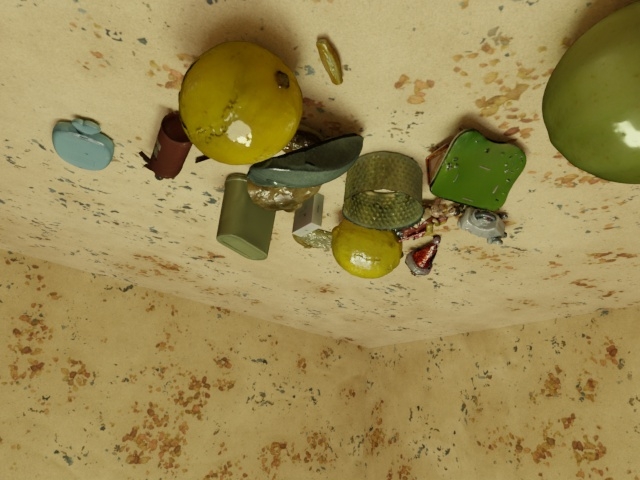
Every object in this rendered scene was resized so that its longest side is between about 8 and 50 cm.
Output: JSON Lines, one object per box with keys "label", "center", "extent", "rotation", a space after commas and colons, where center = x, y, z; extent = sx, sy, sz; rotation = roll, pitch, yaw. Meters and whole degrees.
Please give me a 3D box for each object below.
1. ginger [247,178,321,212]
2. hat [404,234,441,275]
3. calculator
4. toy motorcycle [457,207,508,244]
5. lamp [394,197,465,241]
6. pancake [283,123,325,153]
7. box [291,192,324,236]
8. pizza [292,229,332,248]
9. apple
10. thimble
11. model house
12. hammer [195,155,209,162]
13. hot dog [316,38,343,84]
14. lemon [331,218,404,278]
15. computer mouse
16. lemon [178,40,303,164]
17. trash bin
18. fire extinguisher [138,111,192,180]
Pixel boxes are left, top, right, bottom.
{"label": "ginger", "center": [-0.107, -0.169, 1.568], "extent": [0.269, 0.123, 0.219], "rotation": [0, 155, 12]}
{"label": "hat", "center": [0.463, 0.053, 1.960], "extent": [0.140, 0.129, 0.228], "rotation": [-26, 156, -37]}
{"label": "calculator", "center": [-0.791, -0.315, 1.520], "extent": [0.188, 0.042, 0.302], "rotation": [19, 156, -23]}
{"label": "toy motorcycle", "center": [0.587, -0.059, 1.676], "extent": [0.170, 0.110, 0.260], "rotation": [9, 168, 36]}
{"label": "lamp", "center": [0.389, -0.081, 1.643], "extent": [0.253, 0.119, 0.118], "rotation": [-21, 145, 26]}
{"label": "pancake", "center": [-0.064, -0.302, 1.383], "extent": [0.157, 0.028, 0.158], "rotation": [5, 156, 2]}
{"label": "box", "center": [-0.046, -0.096, 1.703], "extent": [0.051, 0.130, 0.129], "rotation": [20, 152, -31]}
{"label": "pizza", "center": [0.000, 0.000, 2.014], "extent": [0.261, 0.034, 0.181], "rotation": [11, 154, -10]}
{"label": "apple", "center": [0.636, -0.281, 0.890], "extent": [0.356, 0.358, 0.357], "rotation": [5, 155, 2]}
{"label": "thimble", "center": [0.208, -0.153, 1.492], "extent": [0.270, 0.150, 0.271], "rotation": [6, 156, 3]}
{"label": "model house", "center": [0.432, -0.223, 1.345], "extent": [0.293, 0.154, 0.207], "rotation": [11, 113, -29]}
{"label": "hammer", "center": [-0.358, -0.284, 1.510], "extent": [0.178, 0.021, 0.065], "rotation": [-7, 152, 33]}
{"label": "hot dog", "center": [0.028, -0.426, 1.092], "extent": [0.044, 0.028, 0.137], "rotation": [23, 163, 31]}
{"label": "lemon", "center": [0.177, 0.022, 1.765], "extent": [0.283, 0.261, 0.260], "rotation": [15, 155, -33]}
{"label": "computer mouse", "center": [-0.026, -0.204, 1.258], "extent": [0.373, 0.114, 0.203], "rotation": [-24, -165, -33]}
{"label": "lemon", "center": [-0.190, -0.319, 1.080], "extent": [0.296, 0.298, 0.297], "rotation": [5, 155, 2]}
{"label": "trash bin", "center": [-0.263, -0.082, 1.651], "extent": [0.121, 0.248, 0.243], "rotation": [-12, 149, 31]}
{"label": "fire extinguisher", "center": [-0.498, -0.287, 1.451], "extent": [0.147, 0.107, 0.337], "rotation": [40, 146, -10]}
